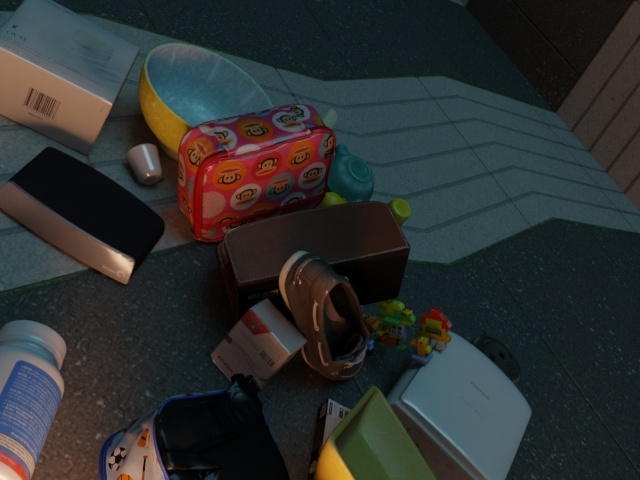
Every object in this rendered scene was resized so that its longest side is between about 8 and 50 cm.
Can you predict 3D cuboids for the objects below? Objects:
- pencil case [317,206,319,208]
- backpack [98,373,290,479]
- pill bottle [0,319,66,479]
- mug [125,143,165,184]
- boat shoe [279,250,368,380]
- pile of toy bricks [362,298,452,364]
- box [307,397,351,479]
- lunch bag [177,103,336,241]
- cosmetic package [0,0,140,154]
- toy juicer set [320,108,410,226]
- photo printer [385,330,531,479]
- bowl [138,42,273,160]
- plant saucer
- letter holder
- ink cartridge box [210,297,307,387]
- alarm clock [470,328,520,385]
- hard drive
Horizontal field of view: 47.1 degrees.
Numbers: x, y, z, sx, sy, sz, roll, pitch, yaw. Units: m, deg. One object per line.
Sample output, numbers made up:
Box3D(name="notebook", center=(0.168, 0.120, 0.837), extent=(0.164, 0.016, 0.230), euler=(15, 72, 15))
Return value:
Box3D(name="pencil case", center=(0.000, 0.000, 1.524), extent=(0.086, 0.088, 0.206), euler=(-34, 73, -15))
Box3D(name="backpack", center=(-0.152, 0.311, 0.907), extent=(0.276, 0.213, 0.263), euler=(57, 8, 26))
Box3D(name="pill bottle", center=(-0.392, 0.209, 0.907), extent=(0.124, 0.124, 0.221), euler=(27, 38, -17))
Box3D(name="mug", center=(-0.325, -0.142, 1.401), extent=(0.078, 0.062, 0.064), euler=(-8, 65, -38))
Box3D(name="boat shoe", center=(0.025, 0.151, 1.219), extent=(0.096, 0.335, 0.112), euler=(26, 64, 37))
Box3D(name="pile of toy bricks", center=(0.132, 0.151, 1.380), extent=(0.212, 0.105, 0.118), euler=(12, 24, 26))
Box3D(name="box", center=(0.040, 0.369, 1.196), extent=(0.114, 0.036, 0.207), euler=(30, 37, -14))
Box3D(name="lunch bag", center=(-0.125, -0.115, 1.392), extent=(0.293, 0.258, 0.120), euler=(-18, 54, -26))
Box3D(name="cosmetic package", center=(-0.488, -0.318, 1.377), extent=(0.224, 0.138, 0.224), euler=(26, 37, -19))
Box3D(name="toy juicer set", center=(0.047, -0.132, 1.709), extent=(0.209, 0.089, 0.329), euler=(-33, 84, -40))
Box3D(name="photo printer", center=(0.265, 0.319, 1.390), extent=(0.256, 0.107, 0.307), euler=(44, 36, 6))
Box3D(name="bowl", center=(-0.250, -0.248, 1.496), extent=(0.290, 0.156, 0.289), euler=(24, 39, -20))
Box3D(name="plant saucer", center=(0.109, 0.399, 1.060), extent=(0.332, 0.081, 0.333), euler=(58, 13, 7))
Box3D(name="letter holder", center=(-0.025, 0.010, 1.322), extent=(0.302, 0.152, 0.214), euler=(-11, 53, -14))
Box3D(name="ink cartridge box", center=(-0.102, 0.176, 1.193), extent=(0.099, 0.135, 0.056), euler=(47, 33, 9))
Box3D(name="alarm clock", center=(0.379, 0.283, 1.575), extent=(0.129, 0.064, 0.192), euler=(-2, 56, -43))
Box3D(name="hard drive", center=(-0.396, -0.051, 1.241), extent=(0.255, 0.054, 0.172), euler=(34, 36, -8))
